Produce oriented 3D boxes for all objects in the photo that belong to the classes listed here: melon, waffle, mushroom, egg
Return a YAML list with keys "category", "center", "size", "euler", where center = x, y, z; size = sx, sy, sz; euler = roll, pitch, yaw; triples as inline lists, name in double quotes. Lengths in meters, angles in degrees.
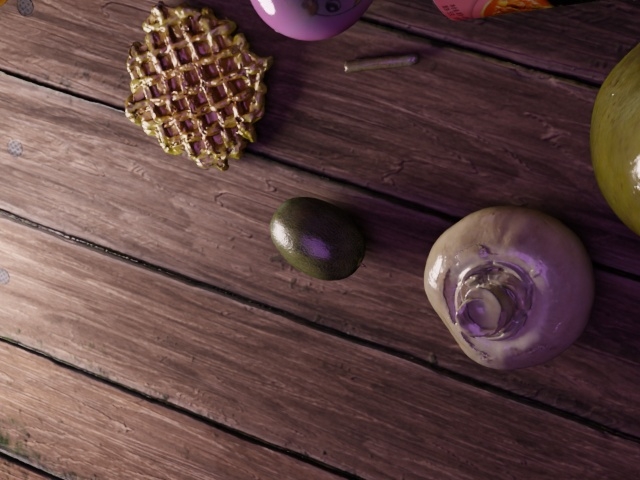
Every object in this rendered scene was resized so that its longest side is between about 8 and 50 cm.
- category: "melon"
  center: [0.000, 0.000, 1.690]
  size: [0.167, 0.114, 0.114]
  euler: [30, 116, 13]
- category: "waffle"
  center: [-0.195, -0.241, 1.725]
  size: [0.245, 0.052, 0.254]
  euler: [27, 117, 11]
- category: "mushroom"
  center: [0.258, 0.072, 1.561]
  size: [0.246, 0.202, 0.246]
  euler: [12, 114, 30]
- category: "egg"
  center: [0.003, -0.407, 1.508]
  size: [0.196, 0.196, 0.271]
  euler: [20, 110, 15]

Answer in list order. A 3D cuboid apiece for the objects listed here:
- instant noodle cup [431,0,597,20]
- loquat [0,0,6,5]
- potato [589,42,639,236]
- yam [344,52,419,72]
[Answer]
- category: "instant noodle cup"
  center: [0.265, -0.391, 1.405]
  size: [0.255, 0.244, 0.244]
  euler: [-10, 103, 34]
- category: "loquat"
  center: [-0.578, -0.490, 1.659]
  size: [0.328, 0.328, 0.329]
  euler: [7, 110, 20]
- category: "potato"
  center: [0.451, -0.070, 1.389]
  size: [0.212, 0.280, 0.330]
  euler: [-38, 92, 26]
- category: "yam"
  center: [0.089, -0.261, 1.617]
  size: [0.116, 0.021, 0.021]
  euler: [-3, 106, 25]
